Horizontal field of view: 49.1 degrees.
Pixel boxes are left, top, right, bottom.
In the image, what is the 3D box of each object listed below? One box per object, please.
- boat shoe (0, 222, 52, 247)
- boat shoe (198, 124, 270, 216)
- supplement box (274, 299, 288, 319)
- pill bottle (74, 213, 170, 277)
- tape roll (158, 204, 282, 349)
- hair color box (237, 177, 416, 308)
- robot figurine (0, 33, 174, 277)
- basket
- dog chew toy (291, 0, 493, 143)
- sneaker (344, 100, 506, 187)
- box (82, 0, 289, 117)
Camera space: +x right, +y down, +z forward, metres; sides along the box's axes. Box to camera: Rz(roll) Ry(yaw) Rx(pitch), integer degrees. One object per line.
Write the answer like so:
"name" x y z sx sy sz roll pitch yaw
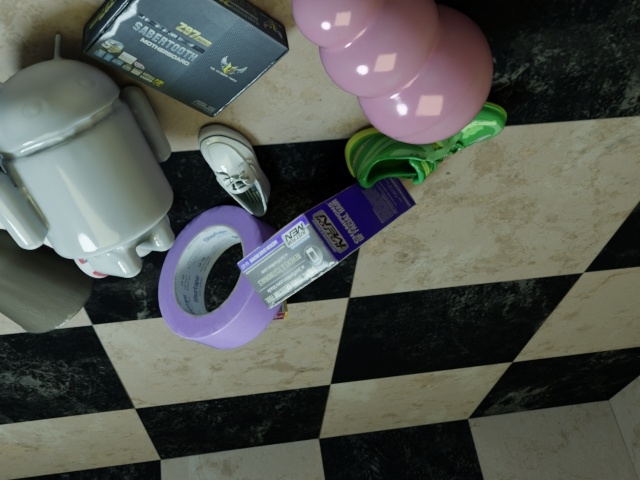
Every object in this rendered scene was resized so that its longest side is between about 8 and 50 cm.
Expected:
"boat shoe" -0.516 -0.065 1.225 0.096 0.098 0.277 -18 150 36
"boat shoe" -0.145 -0.122 1.276 0.083 0.075 0.226 -20 148 16
"supplement box" -0.128 0.172 1.789 0.083 0.055 0.043 -2 149 -12
"pill bottle" -0.386 -0.007 1.366 0.180 0.108 0.108 -25 146 24
"tape roll" -0.194 0.072 1.388 0.275 0.274 0.090 -27 146 26
"hair color box" 0.022 -0.016 1.302 0.185 0.110 0.339 -36 180 36
"robot figurine" -0.354 -0.114 1.041 0.200 0.300 0.353 2 125 40
"basket" -0.609 0.070 1.396 0.204 0.154 0.227 -22 144 17
"dog chew toy" 0.094 -0.277 0.984 0.207 0.206 0.332 -32 135 32
"sneaker" 0.194 -0.162 1.261 0.296 0.123 0.109 -17 148 11
"box" -0.189 -0.288 1.003 0.183 0.059 0.233 -33 143 32
